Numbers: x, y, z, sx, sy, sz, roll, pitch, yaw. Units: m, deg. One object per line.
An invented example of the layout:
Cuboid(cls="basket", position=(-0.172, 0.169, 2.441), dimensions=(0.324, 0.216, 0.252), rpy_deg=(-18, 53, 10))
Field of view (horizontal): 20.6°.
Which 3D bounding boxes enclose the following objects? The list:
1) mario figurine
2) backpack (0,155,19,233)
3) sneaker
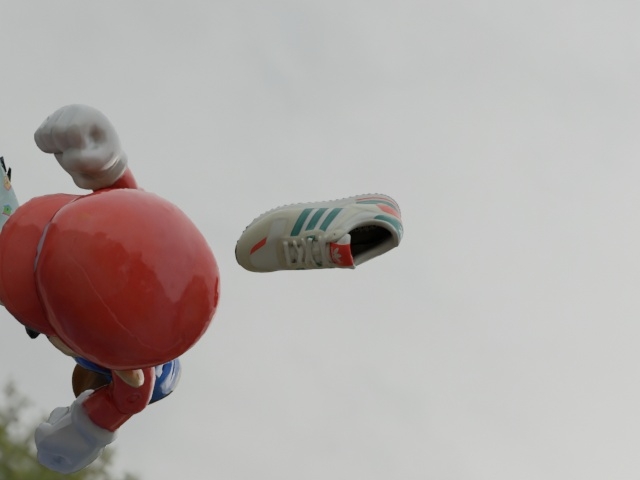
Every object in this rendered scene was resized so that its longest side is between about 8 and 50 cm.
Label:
Cuboid(cls="mario figurine", position=(-0.168, 0.035, 1.206), dimensions=(0.198, 0.170, 0.320), rpy_deg=(55, -9, 9))
Cuboid(cls="backpack", position=(-0.367, -0.026, 1.745), dimensions=(0.115, 0.152, 0.182), rpy_deg=(18, -45, 41))
Cuboid(cls="sneaker", position=(0.000, 0.000, 1.630), dimensions=(0.161, 0.075, 0.057), rpy_deg=(-12, -68, -2))
